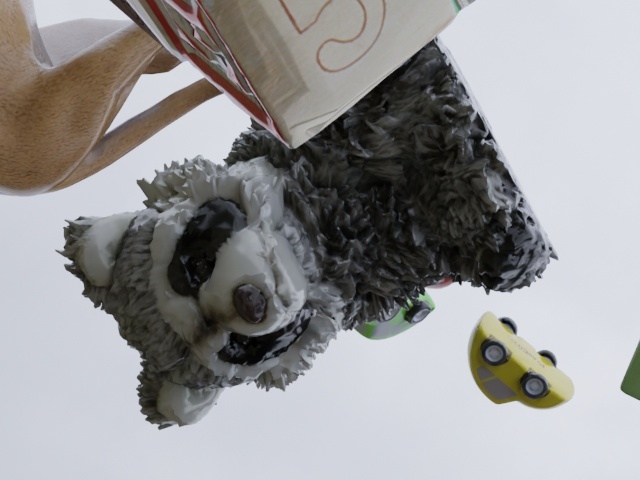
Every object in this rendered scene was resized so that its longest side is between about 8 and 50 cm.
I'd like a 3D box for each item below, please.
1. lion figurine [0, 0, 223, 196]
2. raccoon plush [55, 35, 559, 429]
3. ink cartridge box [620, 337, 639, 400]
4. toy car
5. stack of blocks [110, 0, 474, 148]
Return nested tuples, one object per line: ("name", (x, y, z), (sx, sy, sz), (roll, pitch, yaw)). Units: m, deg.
("lion figurine", (-0.195, -0.120, 0.998), (0.392, 0.240, 0.142), (43, -3, -29))
("raccoon plush", (0.000, 0.000, 1.443), (0.216, 0.299, 0.446), (62, 7, 7))
("ink cartridge box", (0.314, 0.059, 1.134), (0.235, 0.056, 0.171), (26, -66, 14))
("toy car", (0.077, 0.051, 1.576), (0.053, 0.225, 0.239), (-50, -122, 23))
("stack of blocks", (-0.075, -0.171, 0.328), (0.171, 0.087, 0.297), (42, -11, 46))
